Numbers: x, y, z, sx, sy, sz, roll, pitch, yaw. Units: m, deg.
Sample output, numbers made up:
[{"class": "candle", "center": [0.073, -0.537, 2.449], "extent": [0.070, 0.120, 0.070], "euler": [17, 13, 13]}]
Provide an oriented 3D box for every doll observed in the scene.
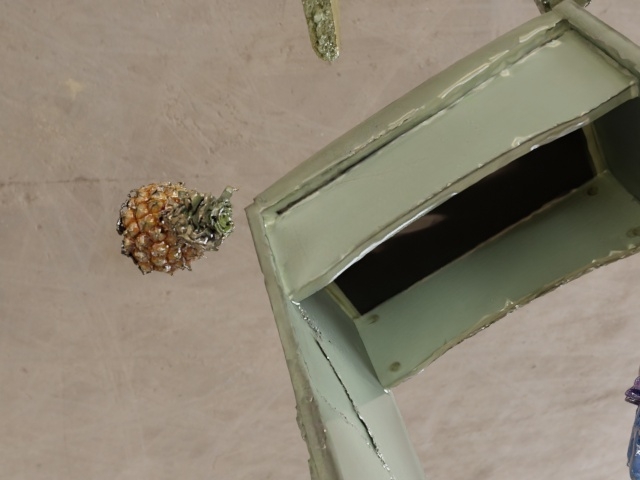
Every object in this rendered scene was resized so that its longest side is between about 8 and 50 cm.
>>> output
[{"class": "doll", "center": [0.398, 0.202, 0.750], "extent": [0.206, 0.067, 0.110], "euler": [-60, 158, -28]}]

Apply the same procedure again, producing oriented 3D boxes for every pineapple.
[{"class": "pineapple", "center": [-0.303, -0.038, 1.491], "extent": [0.271, 0.262, 0.262], "euler": [-5, 158, 45]}]

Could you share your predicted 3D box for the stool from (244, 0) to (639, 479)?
[{"class": "stool", "center": [0.118, 0.038, 0.366], "extent": [0.243, 0.270, 0.170], "euler": [-32, 132, 11]}]

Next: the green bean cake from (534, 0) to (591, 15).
[{"class": "green bean cake", "center": [0.496, -0.553, 1.351], "extent": [0.094, 0.181, 0.173], "euler": [-30, 99, 24]}]

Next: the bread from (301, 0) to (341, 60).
[{"class": "bread", "center": [-0.007, -0.430, 0.977], "extent": [0.056, 0.207, 0.286], "euler": [-4, 149, 6]}]
